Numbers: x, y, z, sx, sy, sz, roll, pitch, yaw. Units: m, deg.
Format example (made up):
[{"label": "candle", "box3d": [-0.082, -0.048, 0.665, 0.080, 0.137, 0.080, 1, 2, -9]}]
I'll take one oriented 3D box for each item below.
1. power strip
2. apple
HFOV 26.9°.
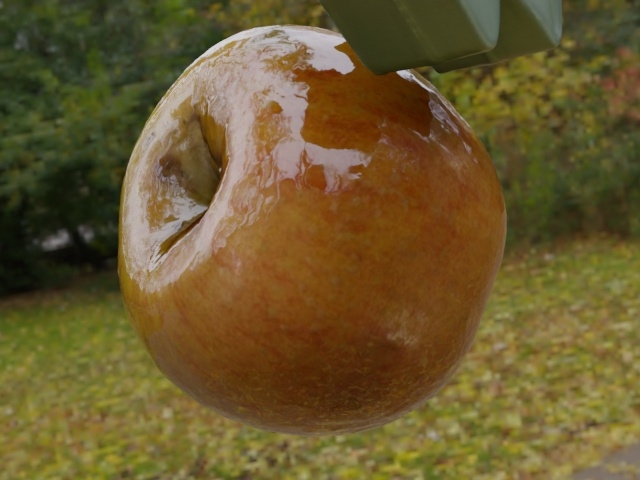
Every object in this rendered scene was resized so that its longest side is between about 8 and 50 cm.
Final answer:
[{"label": "power strip", "box3d": [0.050, -0.210, 0.855, 0.141, 0.229, 0.261, -8, -30, 25]}, {"label": "apple", "box3d": [0.000, 0.000, 0.990, 0.275, 0.299, 0.299, 19, -11, -26]}]
